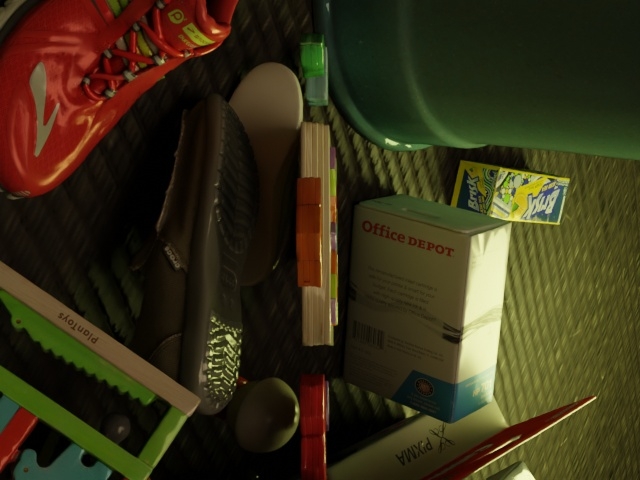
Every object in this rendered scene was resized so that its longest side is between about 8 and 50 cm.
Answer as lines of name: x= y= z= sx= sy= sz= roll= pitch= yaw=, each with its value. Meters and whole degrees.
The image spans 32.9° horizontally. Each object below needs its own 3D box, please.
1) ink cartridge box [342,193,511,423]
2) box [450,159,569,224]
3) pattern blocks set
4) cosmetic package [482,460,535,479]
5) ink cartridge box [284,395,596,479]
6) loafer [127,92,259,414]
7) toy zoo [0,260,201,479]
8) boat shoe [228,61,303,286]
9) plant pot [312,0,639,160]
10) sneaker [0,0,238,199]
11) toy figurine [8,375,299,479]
ink cartridge box: x=0.101 y=0.062 z=1.063 sx=0.082 sy=0.140 sz=0.190 roll=-13 pitch=114 yaw=-47
box: x=0.218 y=-0.054 z=1.232 sx=0.169 sy=0.054 sz=0.059 roll=2 pitch=102 yaw=-51
pattern blocks set: x=0.000 y=0.000 z=0.867 sx=0.285 sy=0.026 sz=0.324 roll=-81 pitch=170 yaw=-80
cosmetic package: x=-0.012 y=0.316 z=0.824 sx=0.377 sy=0.097 sz=0.284 roll=-34 pitch=166 yaw=20
ink cartridge box: x=0.098 y=0.202 z=1.048 sx=0.275 sy=0.239 sz=0.060 roll=-16 pitch=77 yaw=-47
loafer: x=-0.104 y=0.004 z=0.811 sx=0.094 sy=0.087 sz=0.251 roll=56 pitch=35 yaw=-61
toy zoo: x=-0.235 y=0.168 z=0.676 sx=0.192 sy=0.030 sz=0.293 roll=35 pitch=70 yaw=-5
boat shoe: x=-0.046 y=-0.054 z=0.906 sx=0.063 sy=0.066 sz=0.184 roll=-9 pitch=102 yaw=-79
plant pot: x=0.228 y=-0.217 z=0.954 sx=0.341 sy=0.334 sz=0.341 roll=-21 pitch=119 yaw=-45
sneaker: x=-0.124 y=-0.143 z=0.721 sx=0.279 sy=0.118 sz=0.107 roll=-57 pitch=139 yaw=-19
toy figurine: x=-0.115 y=0.207 z=0.845 sx=0.209 sy=0.148 sz=0.213 roll=-26 pitch=123 yaw=-43
